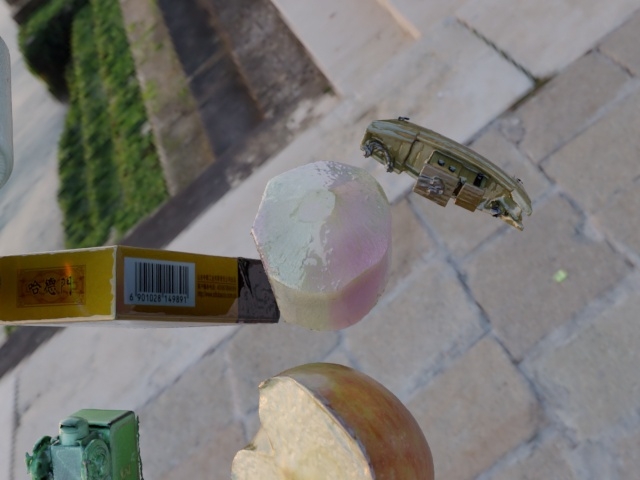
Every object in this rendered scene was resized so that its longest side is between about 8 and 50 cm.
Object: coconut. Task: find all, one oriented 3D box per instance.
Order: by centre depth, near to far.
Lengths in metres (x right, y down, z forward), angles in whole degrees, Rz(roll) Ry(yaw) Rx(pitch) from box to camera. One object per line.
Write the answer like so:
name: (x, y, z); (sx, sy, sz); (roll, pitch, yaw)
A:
coconut: (0.000, 0.000, 1.777); (0.233, 0.245, 0.233); (-1, 57, 2)

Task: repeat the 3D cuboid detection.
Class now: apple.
apple: (0.036, 0.273, 1.360); (0.163, 0.293, 0.251); (-22, 56, -38)

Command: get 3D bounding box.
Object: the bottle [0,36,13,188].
bottle: (-0.365, -0.151, 1.158); (0.104, 0.104, 0.245); (-34, 42, 16)

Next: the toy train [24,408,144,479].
toy train: (-0.380, 0.399, 1.892); (0.132, 0.243, 0.188); (-1, 6, 20)

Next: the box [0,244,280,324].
box: (-0.282, 0.082, 1.843); (0.264, 0.415, 0.116); (-6, 83, 33)

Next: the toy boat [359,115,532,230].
toy boat: (0.141, -0.073, 1.278); (0.072, 0.206, 0.064); (-57, -8, -49)
